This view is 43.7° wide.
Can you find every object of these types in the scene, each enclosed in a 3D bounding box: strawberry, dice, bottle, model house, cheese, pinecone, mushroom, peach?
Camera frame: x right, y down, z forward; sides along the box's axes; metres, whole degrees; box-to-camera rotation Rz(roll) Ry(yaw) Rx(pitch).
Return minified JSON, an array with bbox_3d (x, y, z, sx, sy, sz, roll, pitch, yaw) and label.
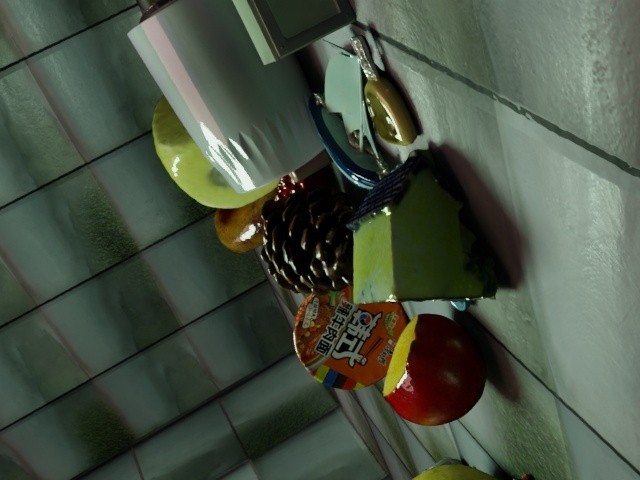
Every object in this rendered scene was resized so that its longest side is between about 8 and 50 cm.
[{"bbox_3d":[-0.025,-0.106,1.697,0.111,0.190,0.236,18,145,8],"label":"strawberry"},{"bbox_3d":[-0.210,-0.227,1.738,0.238,0.226,0.233,45,-156,-47],"label":"dice"},{"bbox_3d":[-0.018,-0.155,1.567,0.045,0.096,0.045,57,169,16],"label":"bottle"},{"bbox_3d":[0.138,-0.013,1.144,0.194,0.170,0.211,154,113,-74],"label":"model house"},{"bbox_3d":[0.083,-0.209,1.104,0.162,0.036,0.086,64,168,-22],"label":"cheese"},{"bbox_3d":[0.000,0.000,1.556,0.272,0.224,0.224,-1,120,53],"label":"pinecone"},{"bbox_3d":[-0.120,-0.092,1.931,0.267,0.254,0.267,-174,90,-77],"label":"mushroom"},{"bbox_3d":[0.183,0.219,1.364,0.192,0.190,0.190,45,179,-31],"label":"peach"}]

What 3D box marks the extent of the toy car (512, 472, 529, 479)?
[{"bbox_3d":[0.398,0.497,1.455,0.143,0.054,0.073,51,168,28],"label":"toy car"}]

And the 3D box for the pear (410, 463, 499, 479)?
[{"bbox_3d":[0.283,0.634,1.625,0.348,0.348,0.348,57,169,17],"label":"pear"}]

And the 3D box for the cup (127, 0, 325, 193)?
[{"bbox_3d":[-0.160,-0.291,1.454,0.372,0.253,0.253,62,170,-15],"label":"cup"}]

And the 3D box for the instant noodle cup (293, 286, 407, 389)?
[{"bbox_3d":[0.055,0.190,1.796,0.250,0.250,0.192,62,177,-8],"label":"instant noodle cup"}]

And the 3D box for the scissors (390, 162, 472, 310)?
[{"bbox_3d":[0.168,-0.005,1.264,0.256,0.030,0.125,65,165,-22],"label":"scissors"}]

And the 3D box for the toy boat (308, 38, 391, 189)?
[{"bbox_3d":[0.053,-0.182,1.242,0.210,0.070,0.291,57,167,6],"label":"toy boat"}]

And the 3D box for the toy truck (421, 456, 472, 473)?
[{"bbox_3d":[0.334,0.619,1.895,0.213,0.161,0.177,57,150,21],"label":"toy truck"}]

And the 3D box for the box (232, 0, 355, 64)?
[{"bbox_3d":[-0.064,-0.374,1.098,0.225,0.129,0.086,63,169,-14],"label":"box"}]
